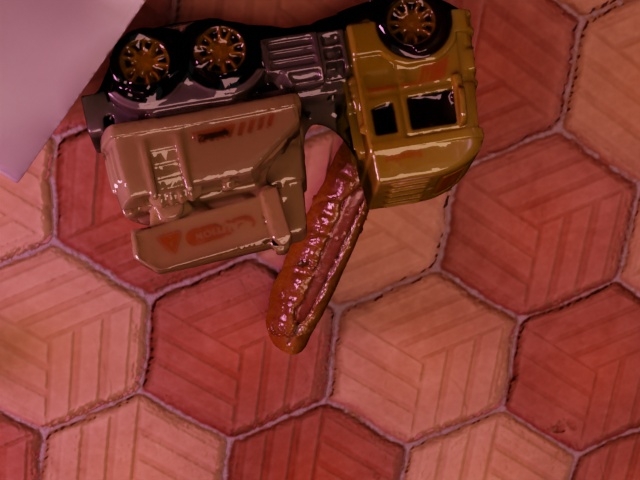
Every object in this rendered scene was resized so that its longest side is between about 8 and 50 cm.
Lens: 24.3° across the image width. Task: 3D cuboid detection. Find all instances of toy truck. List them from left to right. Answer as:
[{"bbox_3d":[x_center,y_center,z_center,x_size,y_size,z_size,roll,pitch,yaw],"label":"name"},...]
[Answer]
[{"bbox_3d":[-0.032,-0.113,1.537,0.405,0.180,0.253,-10,82,-5],"label":"toy truck"}]

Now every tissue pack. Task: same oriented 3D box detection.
[{"bbox_3d":[-0.295,-0.211,1.497,0.136,0.159,0.246,31,109,-21],"label":"tissue pack"}]

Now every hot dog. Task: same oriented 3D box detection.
[{"bbox_3d":[0.003,0.000,1.705,0.061,0.088,0.285,17,107,-19],"label":"hot dog"}]
